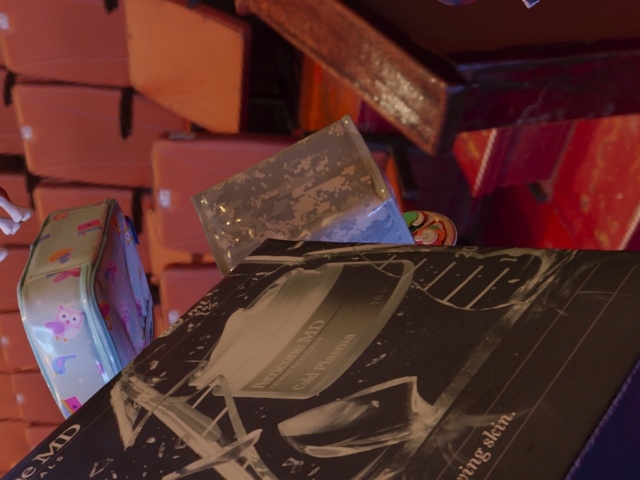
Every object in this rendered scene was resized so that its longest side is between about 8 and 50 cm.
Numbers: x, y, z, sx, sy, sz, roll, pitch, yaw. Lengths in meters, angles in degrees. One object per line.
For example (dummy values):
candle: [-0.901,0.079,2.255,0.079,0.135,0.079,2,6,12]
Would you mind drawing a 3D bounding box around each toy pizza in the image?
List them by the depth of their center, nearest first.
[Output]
toy pizza: [0.154,0.002,1.666,0.201,0.201,0.032,-120,5,-57]

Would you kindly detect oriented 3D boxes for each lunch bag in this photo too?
lunch bag: [-0.279,0.088,1.130,0.279,0.108,0.224,-100,-4,-62]
lunch bag: [0.000,0.000,1.204,0.169,0.235,0.287,65,-176,30]

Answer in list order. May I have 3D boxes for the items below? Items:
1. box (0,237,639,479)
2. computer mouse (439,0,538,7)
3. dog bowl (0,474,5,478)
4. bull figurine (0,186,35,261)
box: [0.022,0.247,0.702,0.472,0.480,0.297,0,125,46]
computer mouse: [0.181,-0.354,1.128,0.072,0.272,0.188,-31,95,38]
dog bowl: [-0.246,0.402,1.076,0.408,0.408,0.150,106,178,-63]
bull figurine: [-0.466,-0.053,1.124,0.101,0.188,0.310,-41,22,30]
